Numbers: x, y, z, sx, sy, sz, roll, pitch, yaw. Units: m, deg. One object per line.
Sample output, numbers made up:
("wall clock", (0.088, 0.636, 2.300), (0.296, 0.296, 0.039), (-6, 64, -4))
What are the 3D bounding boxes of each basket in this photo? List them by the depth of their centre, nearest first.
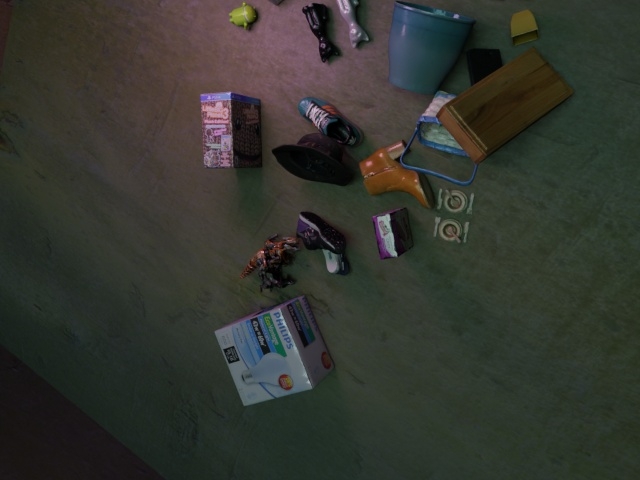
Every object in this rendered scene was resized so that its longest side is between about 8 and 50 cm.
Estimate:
("basket", (0.441, -0.343, 1.683), (0.255, 0.201, 0.288), (23, 76, 20))

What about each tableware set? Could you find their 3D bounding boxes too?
("tableware set", (0.486, -0.088, 1.812), (0.129, 0.039, 0.194), (11, 103, 22))

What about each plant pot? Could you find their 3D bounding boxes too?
("plant pot", (0.664, -0.702, 1.612), (0.082, 0.081, 0.083), (-9, 85, 25))
("plant pot", (0.349, -0.644, 1.669), (0.272, 0.272, 0.255), (24, 121, 18))

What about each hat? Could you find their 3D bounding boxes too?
("hat", (-0.017, -0.335, 1.893), (0.332, 0.331, 0.133), (15, 78, 21))

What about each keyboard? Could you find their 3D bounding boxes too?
("keyboard", (0.591, -0.493, 1.627), (0.202, 0.033, 0.316), (-1, 75, -9))

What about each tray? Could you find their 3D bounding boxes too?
("tray", (0.586, -0.432, 1.555), (0.411, 0.076, 0.202), (-35, 82, -16))

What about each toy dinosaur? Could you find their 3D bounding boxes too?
("toy dinosaur", (-0.210, 0.100, 2.117), (0.322, 0.165, 0.218), (-35, 69, 48))

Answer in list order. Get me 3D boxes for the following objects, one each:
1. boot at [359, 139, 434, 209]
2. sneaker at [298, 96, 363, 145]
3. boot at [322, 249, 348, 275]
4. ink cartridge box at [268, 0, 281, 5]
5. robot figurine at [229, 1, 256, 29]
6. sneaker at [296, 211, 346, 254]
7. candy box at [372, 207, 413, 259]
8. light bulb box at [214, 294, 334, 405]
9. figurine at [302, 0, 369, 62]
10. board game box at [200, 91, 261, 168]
("boot", (0.282, -0.210, 1.858), (0.211, 0.104, 0.294), (-30, 81, 30))
("sneaker", (0.025, -0.466, 1.906), (0.302, 0.121, 0.108), (36, 110, 15))
("boot", (0.061, 0.054, 2.013), (0.069, 0.086, 0.189), (-24, 60, 34))
("ink cartridge box", (-0.149, -1.054, 1.900), (0.220, 0.093, 0.160), (-33, 85, 25))
("robot figurine", (-0.314, -0.917, 2.009), (0.115, 0.067, 0.101), (-6, 84, 24))
("sneaker", (0.000, 0.000, 1.978), (0.283, 0.107, 0.124), (44, 124, 44))
("candy box", (0.270, -0.030, 1.809), (0.071, 0.233, 0.159), (-9, 96, 25))
("light bulb box", (-0.194, 0.468, 2.102), (0.361, 0.225, 0.357), (-23, 89, 26))
("figurine", (0.063, -0.811, 1.860), (0.215, 0.092, 0.209), (-16, 100, 24))
("board game box", (-0.359, -0.442, 2.018), (0.141, 0.232, 0.290), (3, 100, 22))
